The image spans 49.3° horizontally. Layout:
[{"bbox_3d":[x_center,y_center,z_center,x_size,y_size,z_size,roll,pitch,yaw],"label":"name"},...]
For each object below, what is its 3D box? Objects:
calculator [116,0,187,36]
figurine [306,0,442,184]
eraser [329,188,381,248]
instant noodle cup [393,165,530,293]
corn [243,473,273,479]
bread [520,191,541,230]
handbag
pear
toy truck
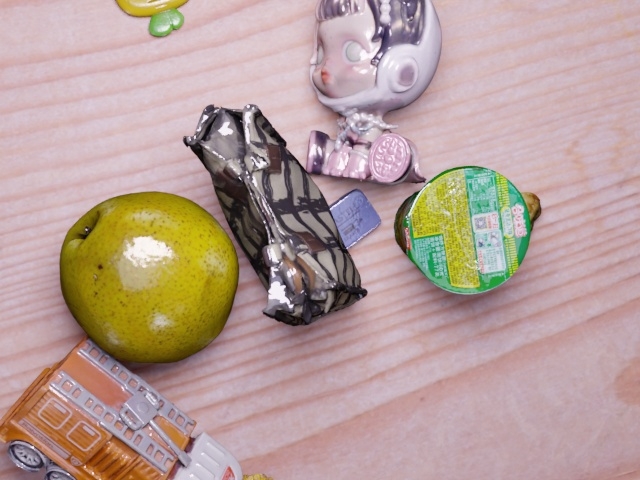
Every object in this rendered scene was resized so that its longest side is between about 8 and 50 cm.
[{"bbox_3d":[-0.299,-0.472,1.206,0.146,0.032,0.235,-20,94,-6],"label":"calculator"},{"bbox_3d":[0.084,-0.271,1.189,0.211,0.253,0.362,-14,107,-50],"label":"figurine"},{"bbox_3d":[0.000,0.000,1.275,0.225,0.036,0.082,-36,99,-4],"label":"eraser"},{"bbox_3d":[0.217,-0.023,1.204,0.207,0.232,0.207,0,94,-7],"label":"instant noodle cup"},{"bbox_3d":[-0.125,0.562,1.264,0.106,0.106,0.293,1,90,-8],"label":"corn"},{"bbox_3d":[0.375,-0.041,1.313,0.066,0.060,0.110,28,90,-24],"label":"bread"},{"bbox_3d":[-0.063,-0.026,1.088,0.162,0.327,0.325,-28,82,1],"label":"handbag"},{"bbox_3d":[-0.276,0.055,1.121,0.294,0.294,0.294,0,94,-8],"label":"pear"},{"bbox_3d":[-0.308,0.344,1.143,0.387,0.173,0.207,42,123,-10],"label":"toy truck"}]
